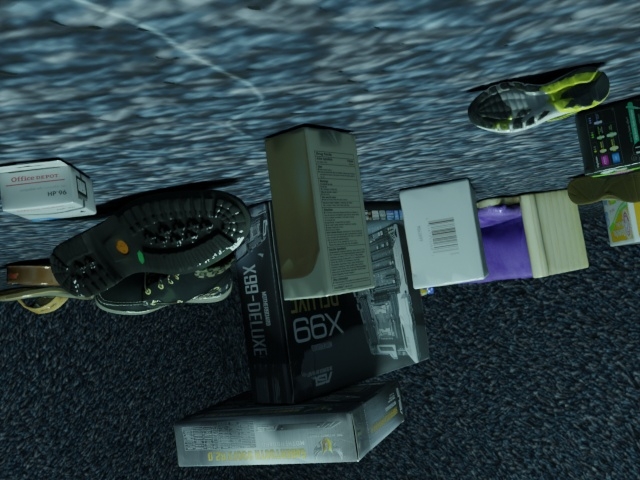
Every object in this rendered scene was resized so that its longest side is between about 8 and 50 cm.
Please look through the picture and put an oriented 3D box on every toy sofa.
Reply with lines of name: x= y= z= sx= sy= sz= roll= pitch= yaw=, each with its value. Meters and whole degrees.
toy sofa: x=0.324 y=0.008 z=1.309 sx=0.177 sy=0.150 sz=0.362 roll=-8 pitch=177 yaw=-20

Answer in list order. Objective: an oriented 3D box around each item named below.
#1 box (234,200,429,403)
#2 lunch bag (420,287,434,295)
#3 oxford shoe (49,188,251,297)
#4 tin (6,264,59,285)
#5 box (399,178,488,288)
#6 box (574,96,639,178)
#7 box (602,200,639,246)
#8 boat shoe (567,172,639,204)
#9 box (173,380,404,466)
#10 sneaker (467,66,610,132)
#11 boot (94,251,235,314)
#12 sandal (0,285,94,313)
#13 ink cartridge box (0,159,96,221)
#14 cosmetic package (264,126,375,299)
box: x=0.024 y=0.071 z=0.920 sx=0.077 sy=0.242 sz=0.307 roll=-11 pitch=175 yaw=40
lunch bag: x=0.083 y=0.037 z=1.452 sx=0.221 sy=0.138 sz=0.293 roll=-16 pitch=-162 yaw=-6
oxford shoe: x=-0.160 y=-0.012 z=0.671 sx=0.227 sy=0.082 sz=0.096 roll=-12 pitch=-163 yaw=26
tin: x=-0.451 y=0.063 z=1.176 sx=0.106 sy=0.040 sz=0.190 roll=-7 pitch=172 yaw=37
box: x=0.173 y=-0.006 z=0.920 sx=0.091 sy=0.130 sz=0.170 roll=-10 pitch=175 yaw=15
box: x=0.253 y=-0.083 z=0.528 sx=0.083 sy=0.052 sz=0.062 roll=-12 pitch=174 yaw=36
box: x=0.526 y=-0.054 z=1.075 sx=0.103 sy=0.114 sz=0.203 roll=-9 pitch=175 yaw=13
boat shoe: x=0.431 y=-0.080 z=0.960 sx=0.048 sy=0.056 sz=0.153 roll=-17 pitch=-177 yaw=-35
box: x=-0.032 y=0.223 z=0.827 sx=0.231 sy=0.056 sz=0.183 roll=-9 pitch=177 yaw=21
sneaker: x=0.134 y=-0.083 z=0.418 sx=0.083 sy=0.031 sz=0.035 roll=-9 pitch=177 yaw=11
boot: x=-0.254 y=0.052 z=1.109 sx=0.237 sy=0.085 sz=0.178 roll=-5 pitch=158 yaw=-17
sandal: x=-0.482 y=0.106 z=1.191 sx=0.072 sy=0.049 sz=0.180 roll=-2 pitch=175 yaw=37
ink cartridge box: x=-0.195 y=-0.034 z=0.478 sx=0.048 sy=0.028 sz=0.083 roll=-8 pitch=176 yaw=-6
cosmetic package: x=0.000 y=-0.018 z=0.474 sx=0.041 sy=0.115 sz=0.060 roll=-10 pitch=175 yaw=38
